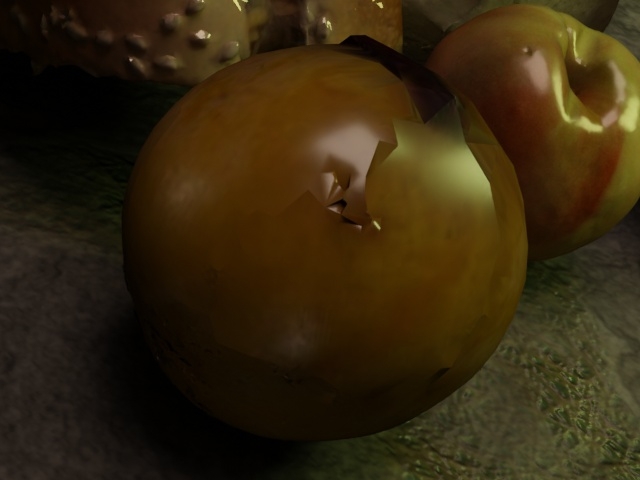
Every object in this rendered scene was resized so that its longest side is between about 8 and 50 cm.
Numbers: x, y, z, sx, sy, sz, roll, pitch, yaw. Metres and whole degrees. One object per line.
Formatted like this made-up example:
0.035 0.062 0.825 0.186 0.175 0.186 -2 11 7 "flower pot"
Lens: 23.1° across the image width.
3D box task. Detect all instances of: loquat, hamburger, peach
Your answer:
0.000 0.000 0.876 0.235 0.235 0.235 15 35 -11 "loquat"
-0.131 -0.276 1.067 0.268 0.287 0.445 -5 23 -26 "hamburger"
0.142 -0.070 1.100 0.184 0.184 0.184 15 35 -11 "peach"

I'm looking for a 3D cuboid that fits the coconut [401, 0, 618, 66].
0.110 -0.249 1.268 0.245 0.245 0.247 -8 46 -37 "coconut"
